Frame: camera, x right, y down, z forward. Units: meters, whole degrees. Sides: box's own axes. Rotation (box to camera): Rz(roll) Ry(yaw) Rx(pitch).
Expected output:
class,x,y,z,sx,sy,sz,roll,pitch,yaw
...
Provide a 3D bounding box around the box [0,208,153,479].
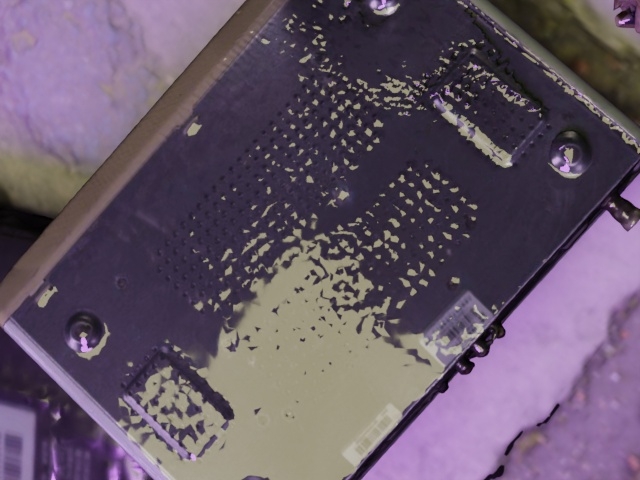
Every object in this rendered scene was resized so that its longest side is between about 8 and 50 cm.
class,x,y,z,sx,sy,sz,roll,pitch,yaw
box,-0.173,0.156,0.843,0.350,0.091,0.359,11,104,21

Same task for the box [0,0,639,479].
class,x,y,z,sx,sy,sz,roll,pitch,yaw
box,0.000,0.000,0.695,0.211,0.045,0.270,44,94,12

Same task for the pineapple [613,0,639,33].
class,x,y,z,sx,sy,sz,roll,pitch,yaw
pineapple,0.205,-0.094,0.554,0.272,0.263,0.262,39,117,36
